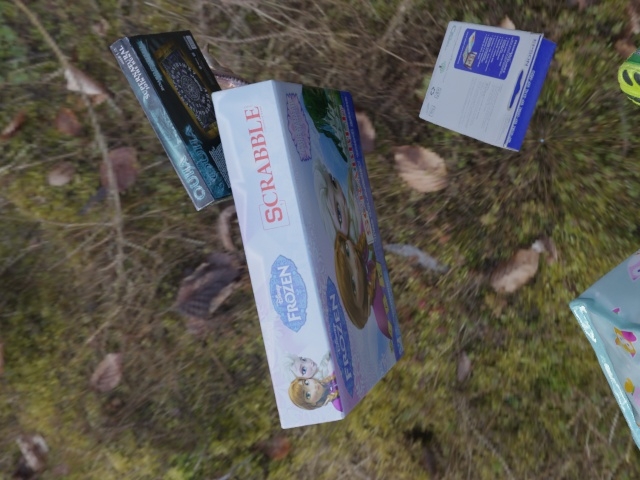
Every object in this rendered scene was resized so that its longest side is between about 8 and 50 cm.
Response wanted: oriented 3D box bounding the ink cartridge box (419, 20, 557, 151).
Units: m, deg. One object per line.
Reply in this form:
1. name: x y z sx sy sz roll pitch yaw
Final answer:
1. ink cartridge box: 0.251 -0.228 1.680 0.065 0.333 0.165 15 100 -18

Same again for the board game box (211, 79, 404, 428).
1. board game box: 0.000 0.000 1.185 0.066 0.318 0.318 -11 93 15

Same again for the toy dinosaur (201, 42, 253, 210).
1. toy dinosaur: -0.120 -0.176 1.750 0.200 0.295 0.127 31 63 17

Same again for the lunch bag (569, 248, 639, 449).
1. lunch bag: 0.373 0.107 0.988 0.223 0.160 0.262 -36 114 -12

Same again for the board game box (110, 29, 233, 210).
1. board game box: -0.131 -0.127 1.174 0.026 0.126 0.186 -29 89 28

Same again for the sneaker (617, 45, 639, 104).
1. sneaker: 0.569 -0.241 1.605 0.296 0.109 0.123 16 68 32
